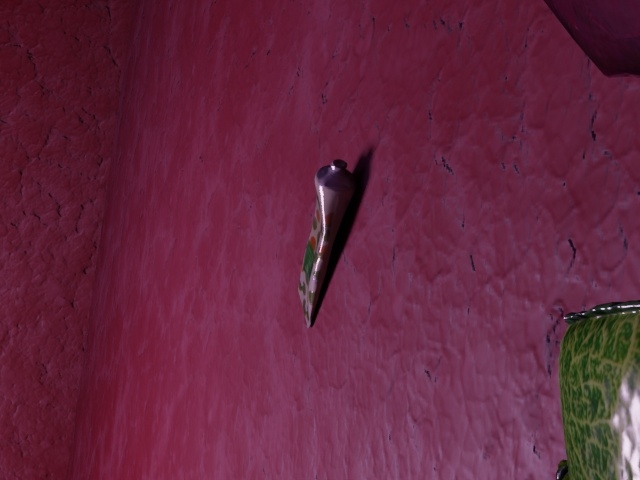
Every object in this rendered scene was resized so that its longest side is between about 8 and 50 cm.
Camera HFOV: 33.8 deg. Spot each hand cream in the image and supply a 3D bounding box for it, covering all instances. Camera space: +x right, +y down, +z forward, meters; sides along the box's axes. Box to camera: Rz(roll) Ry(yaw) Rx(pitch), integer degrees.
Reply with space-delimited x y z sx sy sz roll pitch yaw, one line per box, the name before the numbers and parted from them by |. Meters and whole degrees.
hand cream | 0.000 0.000 0.913 0.057 0.037 0.165 -105 23 -49

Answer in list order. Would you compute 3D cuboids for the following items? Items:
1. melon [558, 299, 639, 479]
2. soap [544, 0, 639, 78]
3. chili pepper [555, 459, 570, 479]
melon | 0.146 0.101 0.298 0.265 0.129 0.169 160 113 -68
soap | 0.160 -0.168 0.370 0.325 0.127 0.220 -105 31 -50
chili pepper | 0.132 0.122 0.489 0.027 0.022 0.083 67 164 -12
